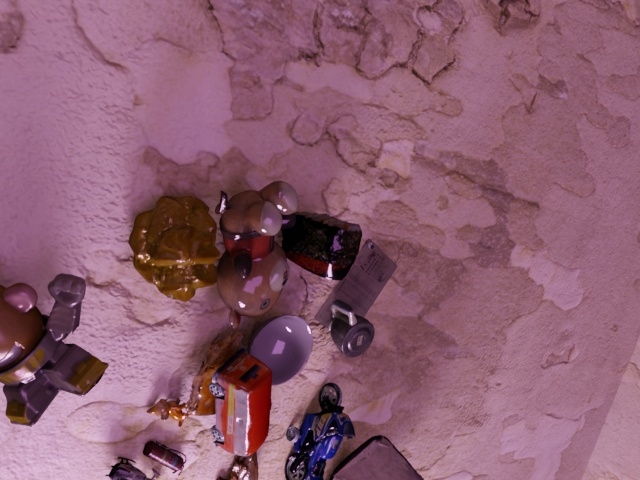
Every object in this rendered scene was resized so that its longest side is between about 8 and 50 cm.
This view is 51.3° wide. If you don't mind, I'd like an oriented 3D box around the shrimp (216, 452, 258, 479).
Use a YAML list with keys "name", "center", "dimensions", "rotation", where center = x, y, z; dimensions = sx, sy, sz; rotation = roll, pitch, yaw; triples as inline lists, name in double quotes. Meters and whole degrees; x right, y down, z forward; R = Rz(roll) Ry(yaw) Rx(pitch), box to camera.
- name: "shrimp"
  center: [-0.210, 0.580, 1.717]
  dimensions: [0.117, 0.066, 0.261]
  rotation: [-10, 111, -35]

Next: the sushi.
- name: "sushi"
  center: [0.000, 0.000, 1.559]
  dimensions: [0.136, 0.225, 0.126]
  rotation: [4, 106, -33]

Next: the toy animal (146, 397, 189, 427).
- name: "toy animal"
  center: [-0.354, 0.402, 1.546]
  dimensions: [0.083, 0.061, 0.081]
  rotation: [-8, 110, -45]

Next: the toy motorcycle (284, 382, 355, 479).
- name: "toy motorcycle"
  center: [0.002, 0.549, 1.801]
  dimensions: [0.113, 0.169, 0.315]
  rotation: [23, 91, -42]

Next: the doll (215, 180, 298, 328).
- name: "doll"
  center: [-0.153, 0.024, 1.460]
  dimensions: [0.235, 0.175, 0.329]
  rotation: [-63, 162, -55]

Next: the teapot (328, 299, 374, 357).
- name: "teapot"
  center: [0.064, 0.234, 1.770]
  dimensions: [0.111, 0.108, 0.149]
  rotation: [-53, 134, -5]

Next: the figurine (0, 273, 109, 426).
- name: "figurine"
  center: [-0.570, 0.191, 1.227]
  dimensions: [0.343, 0.167, 0.284]
  rotation: [-40, 122, -17]

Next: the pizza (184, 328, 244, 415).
- name: "pizza"
  center: [-0.257, 0.316, 1.572]
  dimensions: [0.147, 0.069, 0.226]
  rotation: [-14, 121, -55]

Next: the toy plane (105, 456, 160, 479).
- name: "toy plane"
  center: [-0.424, 0.549, 1.534]
  dimensions: [0.053, 0.078, 0.197]
  rotation: [-57, 145, -10]

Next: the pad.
- name: "pad"
  center: [0.104, 0.141, 1.835]
  dimensions: [0.159, 0.009, 0.265]
  rotation: [41, 80, -40]

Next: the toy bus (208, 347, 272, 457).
- name: "toy bus"
  center: [-0.182, 0.391, 1.555]
  dimensions: [0.121, 0.120, 0.264]
  rotation: [-38, 143, -48]

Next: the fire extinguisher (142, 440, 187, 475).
- name: "fire extinguisher"
  center: [-0.366, 0.519, 1.592]
  dimensions: [0.056, 0.039, 0.132]
  rotation: [-46, 129, -3]

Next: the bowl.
- name: "bowl"
  center: [-0.119, 0.259, 1.655]
  dimensions: [0.189, 0.086, 0.188]
  rotation: [-14, 113, -35]

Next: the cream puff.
- name: "cream puff"
  center: [-0.293, 0.020, 1.376]
  dimensions: [0.195, 0.195, 0.220]
  rotation: [-14, 111, -33]

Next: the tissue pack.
- name: "tissue pack"
  center: [0.124, 0.715, 1.857]
  dimensions: [0.210, 0.198, 0.370]
  rotation: [-36, 157, -27]
